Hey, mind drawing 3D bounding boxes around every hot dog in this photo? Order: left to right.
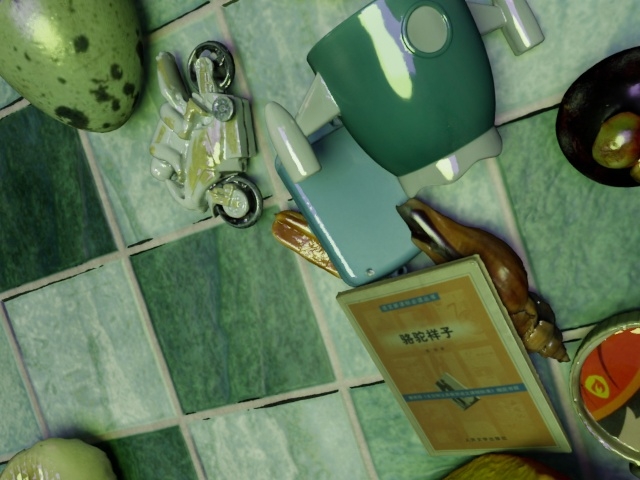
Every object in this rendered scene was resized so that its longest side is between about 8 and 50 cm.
[{"bbox_3d":[0.000,0.000,0.621,0.133,0.041,0.056,30,105,3],"label":"hot dog"}]

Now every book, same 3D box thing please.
[{"bbox_3d":[0.139,0.138,0.549,0.170,0.018,0.242,-20,108,36],"label":"book"}]

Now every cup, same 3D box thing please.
[{"bbox_3d":[0.095,-0.143,0.509,0.299,0.167,0.173,-30,97,-7],"label":"cup"}]

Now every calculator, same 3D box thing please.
[{"bbox_3d":[0.038,-0.045,0.581,0.121,0.039,0.210,-32,88,-6],"label":"calculator"}]

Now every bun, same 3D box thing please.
[{"bbox_3d":[-0.370,0.374,0.739,0.178,0.128,0.193,-10,84,17],"label":"bun"}]

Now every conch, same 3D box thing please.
[{"bbox_3d":[0.172,0.049,0.536,0.086,0.080,0.233,-31,109,32],"label":"conch"}]

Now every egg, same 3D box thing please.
[{"bbox_3d":[-0.298,-0.237,0.604,0.176,0.177,0.228,-16,109,18],"label":"egg"}]

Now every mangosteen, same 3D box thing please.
[{"bbox_3d":[0.289,-0.102,0.460,0.136,0.151,0.137,3,125,4],"label":"mangosteen"}]

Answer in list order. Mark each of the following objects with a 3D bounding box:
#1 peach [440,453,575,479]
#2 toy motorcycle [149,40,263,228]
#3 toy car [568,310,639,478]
[{"bbox_3d":[0.226,0.374,0.468,0.242,0.306,0.380,-36,58,-10],"label":"peach"},{"bbox_3d":[-0.148,-0.120,0.630,0.151,0.074,0.229,-10,98,21],"label":"toy motorcycle"},{"bbox_3d":[0.360,0.162,0.497,0.235,0.145,0.235,7,102,34],"label":"toy car"}]
